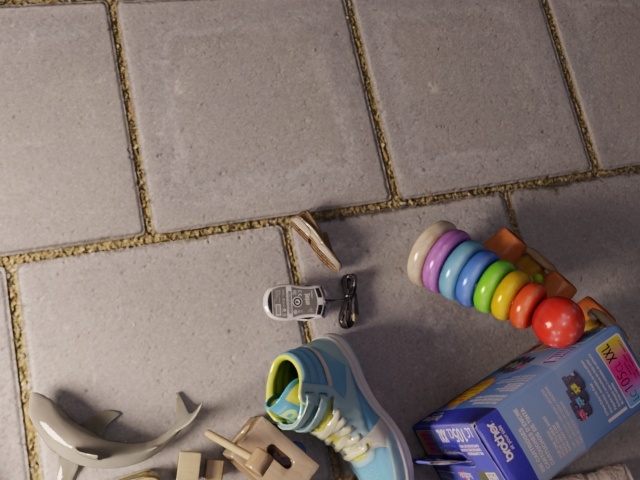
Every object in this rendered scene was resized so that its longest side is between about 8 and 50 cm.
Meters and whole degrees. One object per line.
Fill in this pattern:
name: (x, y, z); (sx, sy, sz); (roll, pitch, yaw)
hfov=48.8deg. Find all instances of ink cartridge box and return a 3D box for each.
ink cartridge box: (0.346, 0.321, 1.249); (0.395, 0.270, 0.151); (-29, 83, -21)

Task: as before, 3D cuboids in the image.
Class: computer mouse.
computer mouse: (-0.020, 0.114, 1.326); (0.192, 0.042, 0.106); (2, 80, -21)

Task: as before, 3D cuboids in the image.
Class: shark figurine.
shark figurine: (-0.334, 0.330, 1.143); (0.278, 0.116, 0.166); (3, 76, -13)

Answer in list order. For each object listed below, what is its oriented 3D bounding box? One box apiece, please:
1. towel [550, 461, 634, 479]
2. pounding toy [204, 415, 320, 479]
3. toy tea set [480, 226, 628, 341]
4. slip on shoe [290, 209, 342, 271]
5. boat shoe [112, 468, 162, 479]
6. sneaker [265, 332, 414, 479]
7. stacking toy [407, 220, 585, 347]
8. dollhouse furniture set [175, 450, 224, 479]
towel: (0.541, 0.586, 1.353); (0.187, 0.049, 0.282); (-6, 77, -18)
pounding toy: (-0.093, 0.339, 1.156); (0.181, 0.206, 0.094); (41, 69, -2)
toy tea set: (0.442, 0.118, 1.399); (0.336, 0.200, 0.124); (44, 104, 14)
slip on shoe: (0.000, 0.000, 1.357); (0.041, 0.051, 0.135); (-40, 81, -18)
boat shoe: (-0.347, 0.423, 1.134); (0.190, 0.072, 0.068); (-26, 84, -20)
sneaker: (0.015, 0.315, 1.181); (0.208, 0.127, 0.319); (-2, 55, -53)
stacking toy: (0.322, 0.091, 1.289); (0.330, 0.141, 0.141); (32, 64, 34)
dollhouse furniture set: (-0.151, 0.437, 1.169); (0.181, 0.101, 0.161); (8, 74, -14)
